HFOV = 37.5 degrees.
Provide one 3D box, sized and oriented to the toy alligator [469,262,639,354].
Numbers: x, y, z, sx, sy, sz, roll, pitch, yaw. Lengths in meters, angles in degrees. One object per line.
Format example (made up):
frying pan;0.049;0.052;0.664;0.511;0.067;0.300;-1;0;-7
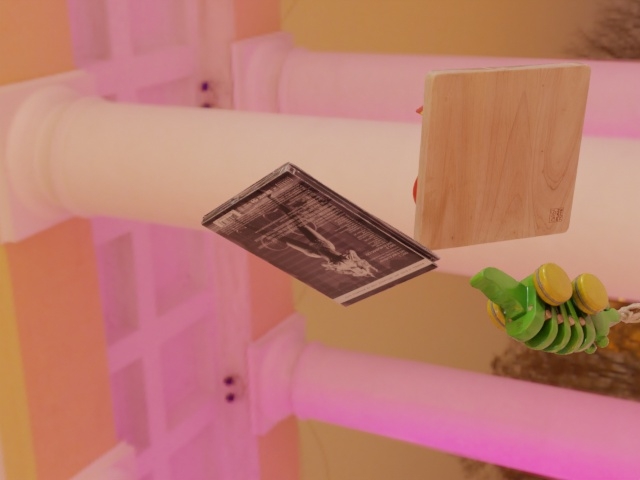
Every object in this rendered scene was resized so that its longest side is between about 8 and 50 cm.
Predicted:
toy alligator;0.180;0.058;0.667;0.189;0.056;0.051;14;-126;-35

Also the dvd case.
dvd case;0.000;0.000;1.063;0.221;0.164;0.018;31;-127;-27

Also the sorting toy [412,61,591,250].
sorting toy;0.247;-0.132;1.377;0.255;0.089;0.257;-7;-66;-21
